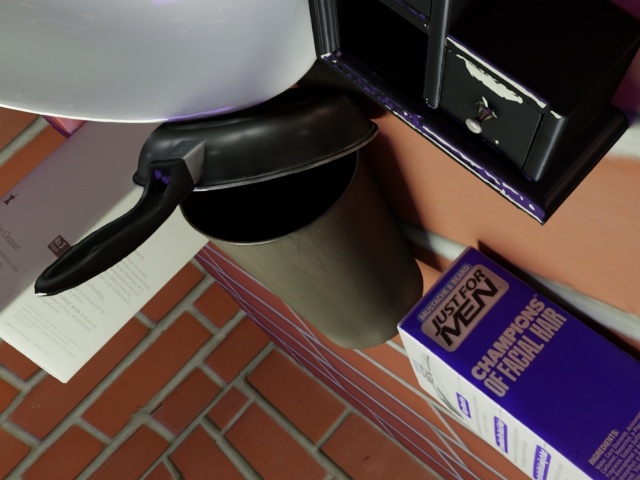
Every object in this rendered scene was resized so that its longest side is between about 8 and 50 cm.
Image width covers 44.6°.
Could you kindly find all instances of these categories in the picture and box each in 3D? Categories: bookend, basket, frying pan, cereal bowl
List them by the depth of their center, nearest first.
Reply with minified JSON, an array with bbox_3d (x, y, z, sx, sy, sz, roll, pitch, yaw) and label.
[{"bbox_3d":[0.072,-0.106,0.347,0.157,0.072,0.156,40,167,16],"label":"bookend"},{"bbox_3d":[-0.158,-0.192,0.450,0.339,0.141,0.339,5,167,1],"label":"cereal bowl"},{"bbox_3d":[-0.100,-0.058,0.576,0.197,0.326,0.053,10,118,47],"label":"frying pan"},{"bbox_3d":[0.000,0.000,0.773,0.204,0.154,0.227,15,155,40],"label":"basket"}]

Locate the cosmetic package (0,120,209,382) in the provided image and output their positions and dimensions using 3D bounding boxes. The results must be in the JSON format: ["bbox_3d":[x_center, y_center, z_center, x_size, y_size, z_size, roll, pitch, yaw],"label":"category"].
[{"bbox_3d":[-0.290,-0.030,1.057,0.217,0.385,0.156,30,163,42],"label":"cosmetic package"}]

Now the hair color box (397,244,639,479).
[{"bbox_3d":[0.233,0.167,0.665,0.339,0.110,0.185,36,167,26],"label":"hair color box"}]

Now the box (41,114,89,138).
[{"bbox_3d":[-0.378,-0.274,1.090,0.154,0.142,0.300,34,165,36],"label":"box"}]
